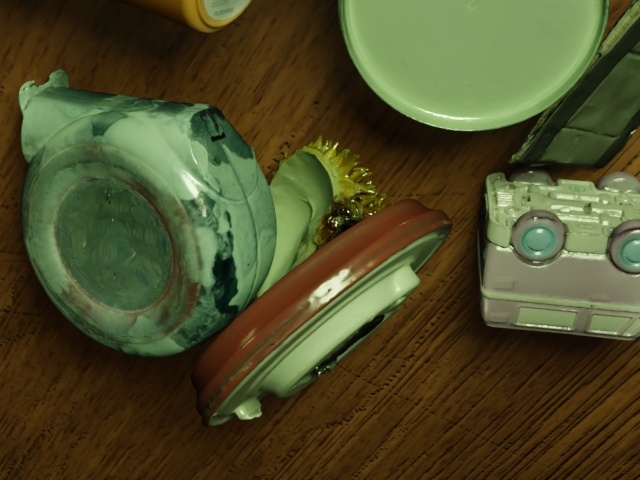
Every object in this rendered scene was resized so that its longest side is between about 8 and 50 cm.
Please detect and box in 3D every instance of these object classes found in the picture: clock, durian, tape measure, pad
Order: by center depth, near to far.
[{"bbox_3d":[0.289,-0.154,0.967,0.174,0.022,0.233,-3,138,-45],"label":"pad"},{"bbox_3d":[0.008,0.082,1.050,0.318,0.318,0.080,-45,77,28],"label":"clock"},{"bbox_3d":[-0.171,-0.024,1.058,0.256,0.147,0.275,10,115,25],"label":"tape measure"},{"bbox_3d":[0.000,0.000,1.086,0.144,0.139,0.252,28,138,-19],"label":"durian"}]

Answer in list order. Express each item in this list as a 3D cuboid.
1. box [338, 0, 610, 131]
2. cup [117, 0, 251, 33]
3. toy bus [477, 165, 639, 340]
[{"bbox_3d":[0.131,-0.226,0.918,0.226,0.149,0.226,3,124,5],"label":"box"},{"bbox_3d":[-0.171,-0.271,0.877,0.264,0.182,0.226,28,169,16],"label":"cup"},{"bbox_3d":[0.262,0.014,1.069,0.202,0.142,0.142,5,118,4],"label":"toy bus"}]
